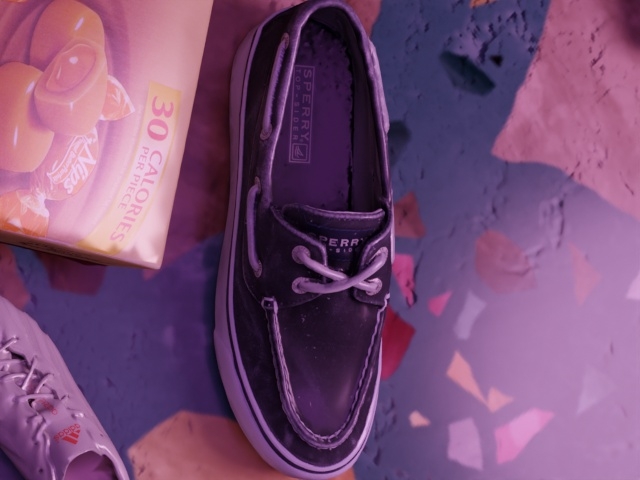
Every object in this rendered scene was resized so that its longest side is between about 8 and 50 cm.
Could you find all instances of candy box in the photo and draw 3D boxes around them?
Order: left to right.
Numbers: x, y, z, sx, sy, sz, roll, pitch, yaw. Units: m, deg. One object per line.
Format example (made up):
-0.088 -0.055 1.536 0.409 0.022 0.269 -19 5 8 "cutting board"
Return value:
-0.150 -0.156 0.776 0.183 0.087 0.317 16 80 -40 "candy box"

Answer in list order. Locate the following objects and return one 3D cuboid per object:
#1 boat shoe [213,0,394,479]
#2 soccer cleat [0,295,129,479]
0.000 0.000 0.891 0.108 0.102 0.301 2 86 -20 "boat shoe"
-0.162 0.105 0.840 0.068 0.076 0.196 -37 100 -18 "soccer cleat"
